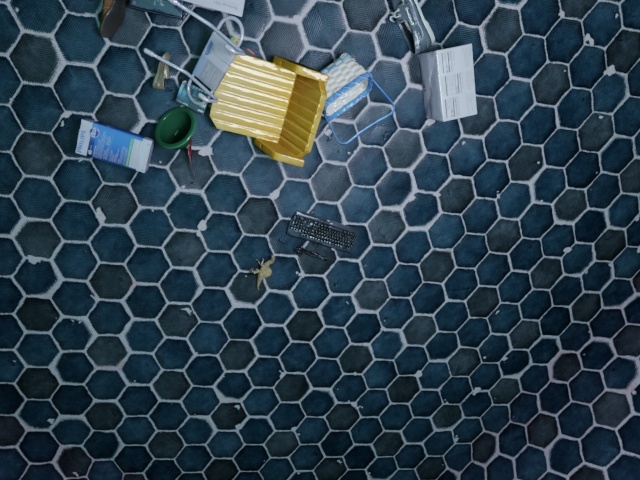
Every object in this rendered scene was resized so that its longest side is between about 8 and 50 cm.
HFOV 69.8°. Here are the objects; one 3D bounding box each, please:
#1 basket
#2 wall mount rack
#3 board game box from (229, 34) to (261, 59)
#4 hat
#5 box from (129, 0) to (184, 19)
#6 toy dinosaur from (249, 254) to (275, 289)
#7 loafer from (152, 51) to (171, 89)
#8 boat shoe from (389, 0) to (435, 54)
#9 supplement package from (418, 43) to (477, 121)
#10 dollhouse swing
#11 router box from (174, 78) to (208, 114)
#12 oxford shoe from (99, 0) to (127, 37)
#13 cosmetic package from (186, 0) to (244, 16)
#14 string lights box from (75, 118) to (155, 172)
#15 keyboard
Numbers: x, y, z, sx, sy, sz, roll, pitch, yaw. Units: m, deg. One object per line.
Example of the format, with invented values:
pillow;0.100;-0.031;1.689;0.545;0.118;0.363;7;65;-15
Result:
basket;0.115;-0.549;1.779;0.254;0.201;0.289;-31;80;3
wall mount rack;-0.442;-0.670;1.633;0.304;0.130;0.350;41;114;6
board game box;-0.329;-0.670;1.768;0.141;0.048;0.170;35;100;-17
hat;-0.542;-0.396;1.839;0.172;0.183;0.209;23;79;20
box;-0.573;-0.930;1.635;0.183;0.059;0.233;8;108;-13
toy dinosaur;-0.267;0.142;2.051;0.092;0.053;0.183;25;103;-17
loafer;-0.590;-0.639;1.737;0.050;0.056;0.148;22;114;-16
boat shoe;0.322;-0.867;1.767;0.099;0.116;0.319;-41;115;2
supplement package;0.505;-0.625;1.828;0.145;0.204;0.262;-13;110;-3
dollhouse swing;-0.205;-0.503;1.706;0.304;0.315;0.347;3;116;-35
router box;-0.492;-0.557;1.785;0.122;0.038;0.092;22;105;-15
oxford shoe;-0.750;-0.836;1.647;0.076;0.076;0.212;32;105;13
cosmetic package;-0.420;-0.952;1.528;0.376;0.098;0.285;10;129;-13
string lights box;-0.794;-0.368;1.783;0.259;0.077;0.134;16;105;-14
keyboard;0.000;0.000;2.056;0.316;0.033;0.202;17;106;-13
